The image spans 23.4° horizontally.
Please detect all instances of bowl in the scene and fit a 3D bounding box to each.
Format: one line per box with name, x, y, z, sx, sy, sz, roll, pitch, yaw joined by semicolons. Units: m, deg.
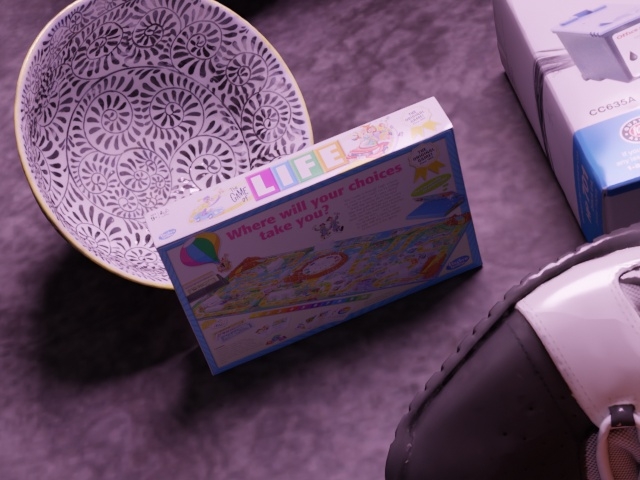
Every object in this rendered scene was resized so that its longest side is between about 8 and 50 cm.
bowl;-0.096;-0.047;0.846;0.170;0.170;0.080;-54;12;-29

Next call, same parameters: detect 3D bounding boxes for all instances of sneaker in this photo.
sneaker;0.189;0.062;0.652;0.330;0.122;0.146;-26;45;-7

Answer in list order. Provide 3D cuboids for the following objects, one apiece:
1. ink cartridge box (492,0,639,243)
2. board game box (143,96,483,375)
ink cartridge box;0.183;-0.084;0.815;0.139;0.082;0.191;-18;48;0
board game box;0.000;0.000;0.778;0.154;0.103;0.026;-22;47;-4
